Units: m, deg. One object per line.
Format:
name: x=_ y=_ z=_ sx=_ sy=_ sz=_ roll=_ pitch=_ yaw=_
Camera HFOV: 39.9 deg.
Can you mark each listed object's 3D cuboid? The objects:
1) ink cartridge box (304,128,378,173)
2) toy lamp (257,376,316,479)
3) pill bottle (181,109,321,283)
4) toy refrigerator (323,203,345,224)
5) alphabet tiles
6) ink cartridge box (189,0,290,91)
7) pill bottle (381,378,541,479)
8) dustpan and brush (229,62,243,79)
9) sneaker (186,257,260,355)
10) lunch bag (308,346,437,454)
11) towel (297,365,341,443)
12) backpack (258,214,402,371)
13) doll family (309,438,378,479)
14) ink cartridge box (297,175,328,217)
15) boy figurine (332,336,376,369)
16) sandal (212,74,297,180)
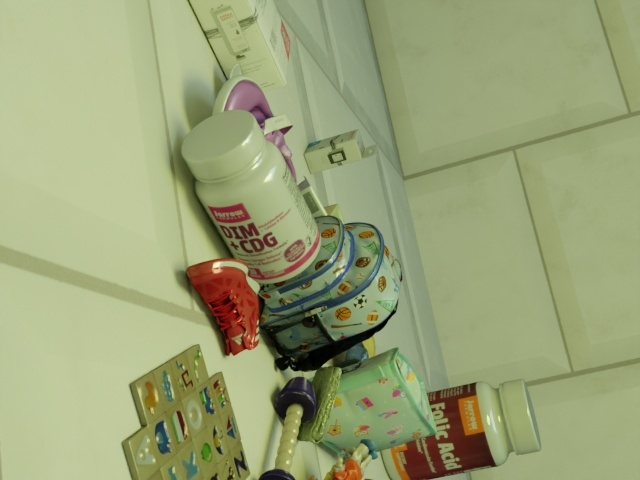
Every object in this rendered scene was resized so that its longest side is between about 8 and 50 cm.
ink cartridge box: x=0.056 y=-0.240 z=2.323 sx=0.104 sy=0.180 sz=0.060 roll=-72 pitch=144 yaw=-66
toy lamp: x=-0.055 y=0.335 z=1.522 sx=0.275 sy=0.080 sz=0.080 roll=-72 pitch=145 yaw=-61
pill bottle: x=-0.118 y=-0.074 z=1.517 sx=0.160 sy=0.160 sz=0.283 roll=-89 pitch=158 yaw=-48
toy refrigerator: x=0.000 y=0.000 z=2.037 sx=0.269 sy=0.094 sz=0.102 roll=-54 pitch=128 yaw=-71
alphabet tiles: x=-0.174 y=0.305 z=1.222 sx=0.342 sy=0.011 sz=0.285 roll=-25 pitch=100 yaw=-76
ink cartridge box: x=-0.167 y=-0.471 z=1.830 sx=0.207 sy=0.117 sz=0.283 roll=-87 pitch=158 yaw=-50
pill bottle: x=0.363 y=0.496 z=2.311 sx=0.224 sy=0.392 sz=0.224 roll=-15 pitch=90 yaw=-76
dustpan and brush: x=-0.163 y=-0.229 z=1.748 sx=0.147 sy=0.060 sz=0.211 roll=77 pitch=0 yaw=-54
sneaker: x=-0.139 y=0.111 z=1.403 sx=0.221 sy=0.087 sz=0.128 roll=38 pitch=38 yaw=-65
lunch bag: x=0.094 y=0.326 z=1.798 sx=0.262 sy=0.223 sz=0.160 roll=53 pitch=20 yaw=-53
towel: x=-0.005 y=0.305 z=1.646 sx=0.110 sy=0.027 sz=0.148 roll=-27 pitch=-136 yaw=68
backpack: x=0.016 y=0.074 z=1.674 sx=0.277 sy=0.263 sz=0.213 roll=-89 pitch=158 yaw=-46
doll family: x=0.047 y=0.497 z=1.633 sx=0.163 sy=0.118 sz=0.263 roll=-46 pitch=122 yaw=-39
ink cartridge box: x=-0.011 y=-0.059 z=1.866 sx=0.145 sy=0.045 sz=0.179 roll=61 pitch=-2 yaw=-12
boy figurine: x=0.083 y=0.239 z=2.118 sx=0.285 sy=0.092 sz=0.177 roll=-83 pitch=153 yaw=-59
sandal: x=-0.095 y=-0.185 z=1.703 sx=0.416 sy=0.102 sz=0.169 roll=55 pitch=48 yaw=-66
